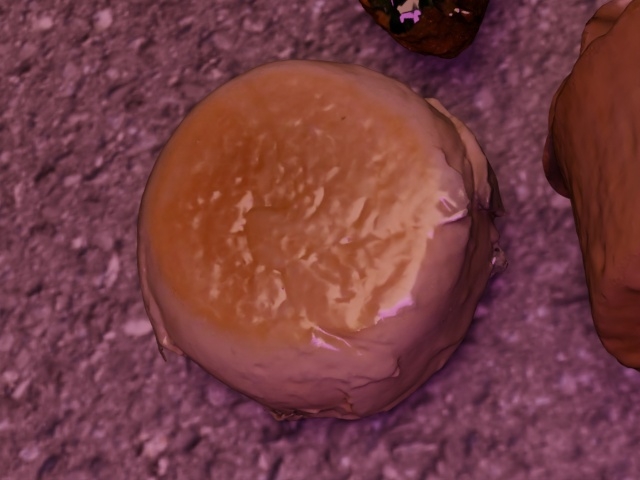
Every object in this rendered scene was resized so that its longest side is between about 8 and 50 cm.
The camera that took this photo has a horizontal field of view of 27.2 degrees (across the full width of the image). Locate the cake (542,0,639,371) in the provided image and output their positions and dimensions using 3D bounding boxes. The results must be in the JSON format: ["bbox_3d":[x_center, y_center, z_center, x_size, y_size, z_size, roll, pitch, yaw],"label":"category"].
[{"bbox_3d":[0.288,-0.107,0.777,0.332,0.332,0.321,-13,59,12],"label":"cake"}]

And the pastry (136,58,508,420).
[{"bbox_3d":[-0.002,0.000,0.922,0.264,0.133,0.265,-6,67,15],"label":"pastry"}]

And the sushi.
[{"bbox_3d":[0.073,-0.257,1.002,0.149,0.140,0.287,-26,63,13],"label":"sushi"}]
